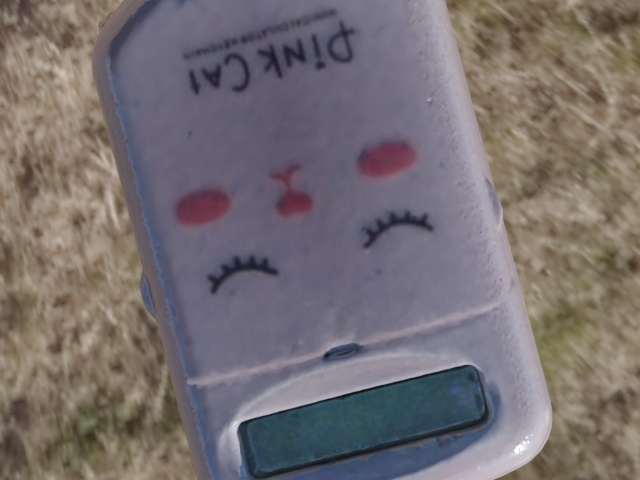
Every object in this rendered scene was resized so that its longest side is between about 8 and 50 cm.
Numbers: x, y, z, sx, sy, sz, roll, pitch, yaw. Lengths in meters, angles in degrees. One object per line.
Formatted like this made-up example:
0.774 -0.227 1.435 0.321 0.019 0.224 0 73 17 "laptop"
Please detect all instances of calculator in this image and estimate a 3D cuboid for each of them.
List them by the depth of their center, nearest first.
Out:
0.000 0.000 0.487 0.100 0.032 0.175 -15 88 8 "calculator"
